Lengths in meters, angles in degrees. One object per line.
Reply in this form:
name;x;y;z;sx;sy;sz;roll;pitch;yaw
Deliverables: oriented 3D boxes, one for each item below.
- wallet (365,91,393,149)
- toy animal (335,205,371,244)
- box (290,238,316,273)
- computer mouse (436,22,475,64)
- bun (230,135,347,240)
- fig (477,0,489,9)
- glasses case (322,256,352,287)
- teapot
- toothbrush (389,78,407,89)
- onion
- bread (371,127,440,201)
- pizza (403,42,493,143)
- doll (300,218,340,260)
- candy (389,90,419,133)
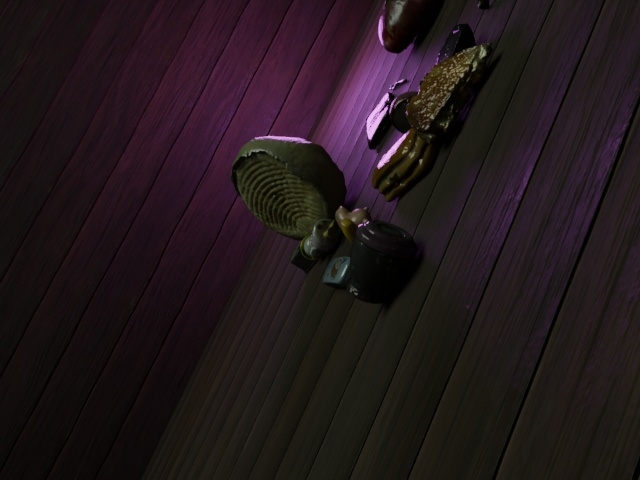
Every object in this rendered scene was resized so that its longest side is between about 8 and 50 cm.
wallet;0.177;-0.367;2.214;0.137;0.031;0.255;-59;11;22
toy animal;0.088;-0.039;1.744;0.082;0.091;0.114;-34;27;3
box;-0.044;0.045;2.175;0.085;0.063;0.060;-51;17;50
computer mouse;0.296;-0.389;1.624;0.106;0.062;0.192;146;144;-67
bun;-0.076;-0.175;2.185;0.202;0.364;0.364;-56;5;-33
fig;0.385;-0.633;1.578;0.190;0.190;0.290;-87;10;-66
glasses case;0.044;0.074;1.723;0.067;0.045;0.178;-65;11;-9
teapot;0.102;0.039;1.369;0.148;0.116;0.146;-103;31;-68
toothbrush;0.235;-0.473;2.251;0.162;0.014;0.017;-153;72;-79
onion;0.269;-0.705;2.316;0.248;0.161;0.248;-56;-11;-16
bread;0.183;-0.171;1.611;0.116;0.077;0.200;-60;8;-30
pizza;0.261;-0.300;1.510;0.226;0.069;0.147;-58;32;3
doll;0.000;0.000;2.027;0.129;0.081;0.207;-60;6;-29
candy;0.208;-0.287;1.682;0.103;0.103;0.043;-54;14;38
